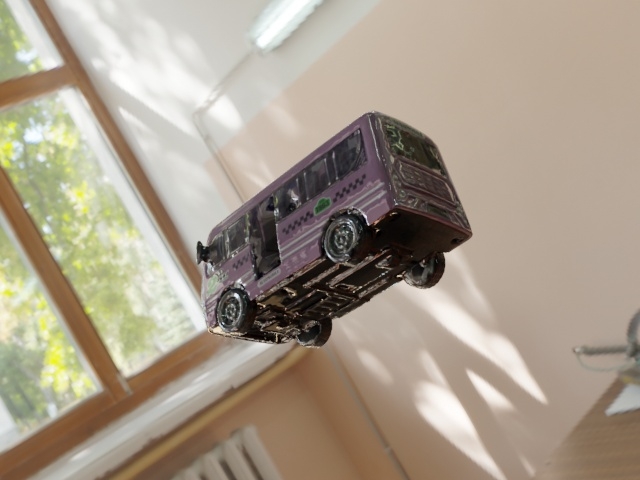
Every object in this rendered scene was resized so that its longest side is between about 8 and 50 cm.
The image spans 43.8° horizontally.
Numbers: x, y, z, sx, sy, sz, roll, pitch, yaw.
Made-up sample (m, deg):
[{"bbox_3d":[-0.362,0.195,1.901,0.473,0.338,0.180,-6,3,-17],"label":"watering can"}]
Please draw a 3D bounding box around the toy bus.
[{"bbox_3d":[0.000,0.000,0.573,0.096,0.108,0.198,17,-39,-43],"label":"toy bus"}]
